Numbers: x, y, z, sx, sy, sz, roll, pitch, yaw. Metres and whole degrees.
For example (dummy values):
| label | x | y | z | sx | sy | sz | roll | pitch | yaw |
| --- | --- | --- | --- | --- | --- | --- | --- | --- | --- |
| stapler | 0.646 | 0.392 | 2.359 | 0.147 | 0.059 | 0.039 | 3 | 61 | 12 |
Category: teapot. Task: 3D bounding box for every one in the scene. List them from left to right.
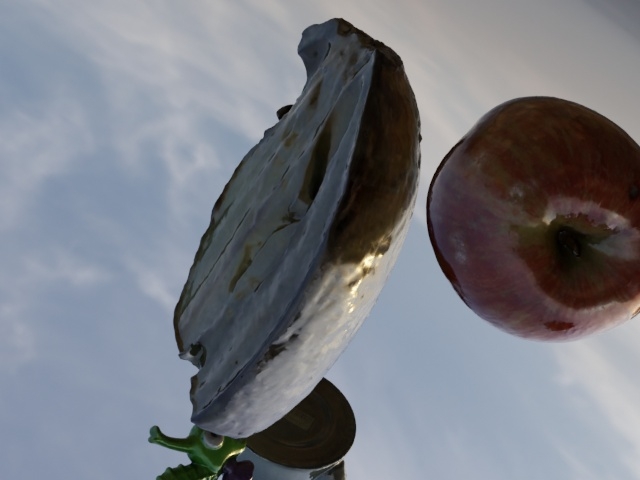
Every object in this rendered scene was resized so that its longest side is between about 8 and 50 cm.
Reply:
| label | x | y | z | sx | sy | sz | roll | pitch | yaw |
| --- | --- | --- | --- | --- | --- | --- | --- | --- | --- |
| teapot | -0.061 | 0.249 | 1.523 | 0.239 | 0.149 | 0.162 | 38 | -138 | 21 |

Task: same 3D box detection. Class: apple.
| label | x | y | z | sx | sy | sz | roll | pitch | yaw |
| --- | --- | --- | --- | --- | --- | --- | --- | --- | --- |
| apple | 0.135 | -0.015 | 0.761 | 0.146 | 0.146 | 0.131 | 32 | -173 | -18 |

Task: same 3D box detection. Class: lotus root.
| label | x | y | z | sx | sy | sz | roll | pitch | yaw |
| --- | --- | --- | --- | --- | --- | --- | --- | --- | --- |
| lotus root | 0.004 | 0.001 | 0.985 | 0.142 | 0.314 | 0.210 | 22 | -164 | -30 |

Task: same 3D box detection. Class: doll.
| label | x | y | z | sx | sy | sz | roll | pitch | yaw |
| --- | --- | --- | --- | --- | --- | --- | --- | --- | --- |
| doll | -0.146 | 0.246 | 1.264 | 0.115 | 0.190 | 0.050 | 44 | 157 | -11 |
